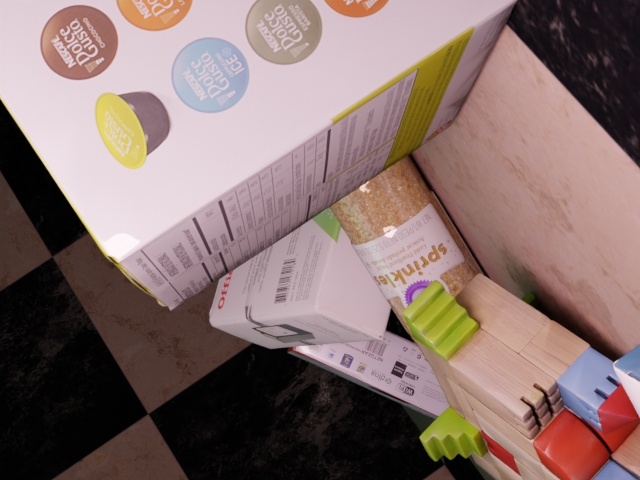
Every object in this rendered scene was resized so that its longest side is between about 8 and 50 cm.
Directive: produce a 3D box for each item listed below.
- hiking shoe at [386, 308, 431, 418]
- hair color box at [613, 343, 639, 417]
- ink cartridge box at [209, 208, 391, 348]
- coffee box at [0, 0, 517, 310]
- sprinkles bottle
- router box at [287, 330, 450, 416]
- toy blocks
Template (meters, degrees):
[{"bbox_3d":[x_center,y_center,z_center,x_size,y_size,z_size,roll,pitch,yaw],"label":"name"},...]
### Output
[{"bbox_3d":[0.155,0.207,2.055,0.132,0.113,0.304,48,170,48],"label":"hiking shoe"},{"bbox_3d":[0.332,0.207,0.694,0.347,0.105,0.174,58,174,-20],"label":"hair color box"},{"bbox_3d":[-0.016,0.030,1.500,0.115,0.198,0.273,25,160,-29],"label":"ink cartridge box"},{"bbox_3d":[-0.096,-0.182,0.901,0.337,0.334,0.338,56,174,6],"label":"coffee box"},{"bbox_3d":[0.131,0.046,1.352,0.355,0.121,0.121,57,174,-10],"label":"sprinkles bottle"},{"bbox_3d":[0.120,0.201,1.715,0.335,0.082,0.301,24,173,0],"label":"router box"},{"bbox_3d":[0.253,0.205,1.143,0.261,0.191,0.381,36,163,39],"label":"toy blocks"}]
